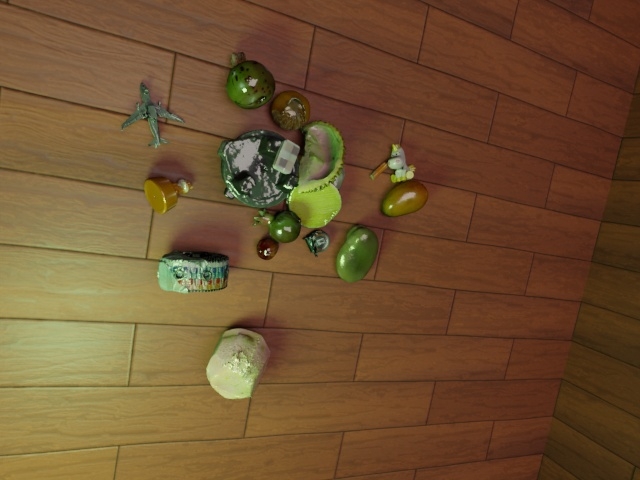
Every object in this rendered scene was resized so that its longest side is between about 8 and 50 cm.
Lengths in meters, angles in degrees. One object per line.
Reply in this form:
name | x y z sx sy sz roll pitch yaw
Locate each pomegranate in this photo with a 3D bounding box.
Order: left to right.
pomegranate | -0.261 -0.581 1.612 0.179 0.211 0.179 -13 140 -11
pomegranate | -0.168 -0.069 1.753 0.191 0.152 0.131 25 97 -5

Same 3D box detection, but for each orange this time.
orange | -0.113 -0.502 1.697 0.156 0.134 0.157 0 89 -16

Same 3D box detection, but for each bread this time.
bread | -0.028 -0.158 1.812 0.228 0.033 0.229 -2 114 -4

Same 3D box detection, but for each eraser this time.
eraser | -0.116 -0.283 1.493 0.065 0.026 0.105 25 82 -25

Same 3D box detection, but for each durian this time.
durian | -0.001 -0.325 1.689 0.169 0.158 0.352 19 56 -28

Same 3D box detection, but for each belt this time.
belt | -0.465 0.115 1.614 0.257 0.207 0.150 1 97 -32

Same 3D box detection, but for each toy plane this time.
toy plane | -0.591 -0.438 1.536 0.225 0.058 0.226 -18 107 -36

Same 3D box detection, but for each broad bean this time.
broad bean | 0.164 0.059 1.945 0.189 0.121 0.263 12 109 -29

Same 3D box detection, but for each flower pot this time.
flower pot | -0.241 -0.265 1.600 0.298 0.283 0.299 -5 103 -24

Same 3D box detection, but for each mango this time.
mango | 0.378 -0.188 1.977 0.221 0.120 0.152 -18 119 -10

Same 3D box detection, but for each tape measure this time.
tape measure | 0.002 0.004 1.825 0.107 0.180 0.104 -31 94 -15

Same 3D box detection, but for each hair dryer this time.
hair dryer | 0.016 -0.333 1.829 0.224 0.088 0.219 27 81 -11

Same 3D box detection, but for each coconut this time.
coconut | -0.313 0.471 1.738 0.233 0.245 0.233 6 125 9

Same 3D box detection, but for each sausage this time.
sausage | 0.265 -0.315 1.953 0.107 0.031 0.031 -44 114 -10

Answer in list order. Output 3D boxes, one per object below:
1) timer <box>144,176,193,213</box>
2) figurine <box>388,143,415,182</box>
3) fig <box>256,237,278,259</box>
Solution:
timer | -0.534 -0.183 1.590 0.152 0.132 0.132 -32 113 -40
figurine | 0.353 -0.345 1.964 0.178 0.109 0.130 56 50 -22
fig | -0.199 0.027 1.793 0.125 0.088 0.089 -26 111 -42
